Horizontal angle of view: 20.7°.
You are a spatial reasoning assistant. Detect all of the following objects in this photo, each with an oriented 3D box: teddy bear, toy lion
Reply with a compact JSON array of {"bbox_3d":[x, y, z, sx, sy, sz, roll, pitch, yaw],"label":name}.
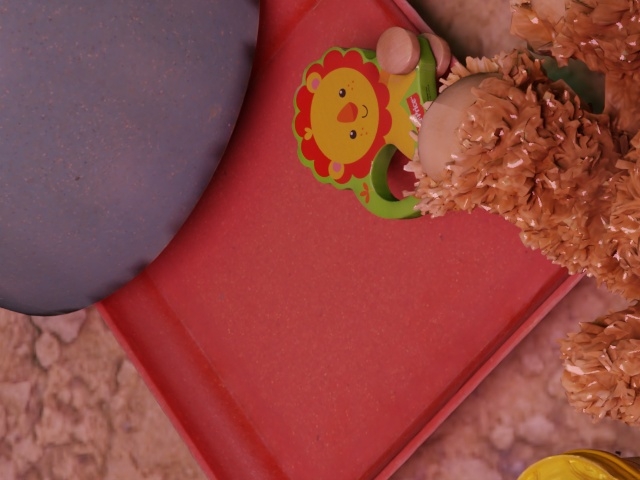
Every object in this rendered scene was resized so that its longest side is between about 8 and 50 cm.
[{"bbox_3d":[0.194,-0.016,0.744,0.338,0.113,0.245,16,71,23],"label":"teddy bear"},{"bbox_3d":[0.028,-0.054,0.872,0.096,0.034,0.100,-32,69,37],"label":"toy lion"}]

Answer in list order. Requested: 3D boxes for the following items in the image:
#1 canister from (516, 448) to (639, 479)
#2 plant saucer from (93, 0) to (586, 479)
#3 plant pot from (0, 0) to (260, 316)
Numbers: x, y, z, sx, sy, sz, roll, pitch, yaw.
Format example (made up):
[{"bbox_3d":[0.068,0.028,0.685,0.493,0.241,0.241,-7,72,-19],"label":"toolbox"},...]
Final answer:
[{"bbox_3d":[0.134,0.148,0.749,0.073,0.170,0.126,36,107,32],"label":"canister"},{"bbox_3d":[0.000,0.000,0.932,0.258,0.047,0.259,-49,62,22],"label":"plant saucer"},{"bbox_3d":[-0.202,-0.120,0.958,0.290,0.195,0.290,-17,65,40],"label":"plant pot"}]
